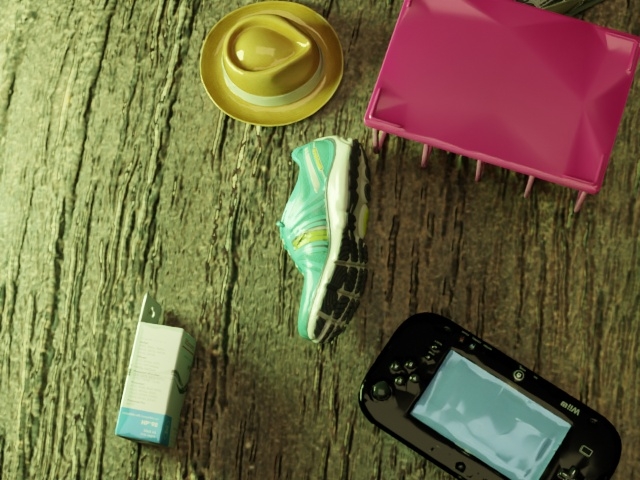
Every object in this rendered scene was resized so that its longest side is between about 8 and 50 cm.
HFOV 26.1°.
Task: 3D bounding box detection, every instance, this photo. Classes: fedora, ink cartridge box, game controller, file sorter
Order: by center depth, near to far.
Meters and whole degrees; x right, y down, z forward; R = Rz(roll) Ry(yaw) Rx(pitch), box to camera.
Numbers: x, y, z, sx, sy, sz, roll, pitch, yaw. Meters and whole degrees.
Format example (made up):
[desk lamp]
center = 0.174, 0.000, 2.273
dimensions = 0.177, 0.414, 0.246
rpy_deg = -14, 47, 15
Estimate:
[game controller]
center = 0.209, 0.224, 1.706
dimensions = 0.319, 0.067, 0.166
rpy_deg = 32, 82, 10
[ink cartridge box]
center = -0.201, 0.165, 1.729
dimensions = 0.060, 0.104, 0.180
rpy_deg = 10, 79, 6
[file sorter]
center = 0.225, -0.172, 1.735
dimensions = 0.291, 0.182, 0.202
rpy_deg = 17, 78, 7
[fedora]
center = -0.067, -0.245, 1.825
dimensions = 0.194, 0.079, 0.194
rpy_deg = -1, 77, 3

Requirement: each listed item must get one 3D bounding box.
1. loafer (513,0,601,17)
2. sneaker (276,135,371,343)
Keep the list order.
[loafer]
center = 0.330, -0.348, 1.814
dimensions = 0.251, 0.087, 0.094
rpy_deg = -41, 78, -5
[sneaker]
center = 0.000, 0.000, 1.771
dimensions = 0.110, 0.107, 0.275
rpy_deg = -2, 72, 24
